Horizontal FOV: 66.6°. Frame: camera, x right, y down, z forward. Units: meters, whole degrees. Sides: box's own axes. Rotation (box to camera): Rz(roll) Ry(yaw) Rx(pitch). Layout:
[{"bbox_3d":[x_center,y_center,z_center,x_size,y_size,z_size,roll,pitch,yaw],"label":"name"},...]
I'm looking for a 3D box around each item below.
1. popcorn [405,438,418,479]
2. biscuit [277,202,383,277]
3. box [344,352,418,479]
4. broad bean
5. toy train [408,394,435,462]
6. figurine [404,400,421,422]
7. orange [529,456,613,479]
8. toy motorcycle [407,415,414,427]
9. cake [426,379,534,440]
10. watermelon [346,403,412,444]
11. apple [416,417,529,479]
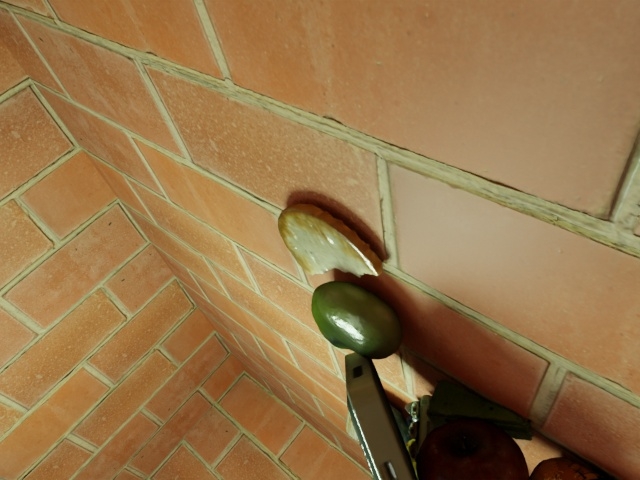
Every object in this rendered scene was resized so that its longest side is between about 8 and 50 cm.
[{"bbox_3d":[0.332,0.666,1.382,0.250,0.241,0.234,23,133,13],"label":"popcorn"},{"bbox_3d":[0.000,0.000,1.067,0.204,0.040,0.309,51,156,-17],"label":"biscuit"},{"bbox_3d":[0.147,0.467,1.150,0.367,0.091,0.372,17,-127,-86],"label":"box"},{"bbox_3d":[0.080,0.191,1.162,0.238,0.119,0.291,40,158,2],"label":"broad bean"},{"bbox_3d":[0.289,0.508,1.289,0.081,0.193,0.125,12,159,-11],"label":"toy train"},{"bbox_3d":[0.296,0.520,1.425,0.082,0.094,0.086,-13,93,21],"label":"figurine"},{"bbox_3d":[0.540,0.566,1.005,0.234,0.182,0.234,34,143,31],"label":"orange"},{"bbox_3d":[0.363,0.648,1.561,0.205,0.076,0.114,49,163,-11],"label":"toy motorcycle"},{"bbox_3d":[0.363,0.423,1.136,0.235,0.099,0.100,15,146,47],"label":"cake"},{"bbox_3d":[0.215,0.616,1.683,0.322,0.188,0.175,168,103,-70],"label":"watermelon"},{"bbox_3d":[0.329,0.496,1.037,0.234,0.234,0.234,35,156,19],"label":"apple"}]
